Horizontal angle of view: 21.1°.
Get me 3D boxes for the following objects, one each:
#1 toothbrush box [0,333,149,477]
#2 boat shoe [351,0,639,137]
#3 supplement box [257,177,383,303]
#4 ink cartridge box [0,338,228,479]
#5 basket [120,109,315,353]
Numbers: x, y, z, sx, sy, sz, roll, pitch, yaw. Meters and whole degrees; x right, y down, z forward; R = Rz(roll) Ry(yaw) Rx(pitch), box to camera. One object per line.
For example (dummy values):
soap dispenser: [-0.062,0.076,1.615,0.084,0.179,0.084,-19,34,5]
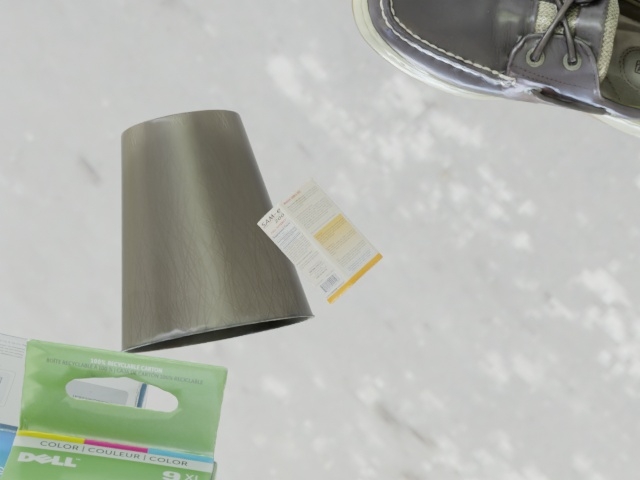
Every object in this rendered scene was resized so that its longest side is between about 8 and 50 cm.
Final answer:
toothbrush box: [-0.296,0.241,1.696,0.216,0.126,0.295,13,132,-2]
boat shoe: [0.160,-0.129,1.089,0.285,0.103,0.092,17,169,-23]
supplement box: [0.000,0.000,1.525,0.098,0.062,0.036,48,129,2]
ink cartridge box: [-0.115,0.163,0.897,0.109,0.062,0.209,9,113,-1]
basket: [-0.128,-0.011,1.784,0.154,0.204,0.227,85,174,-83]
